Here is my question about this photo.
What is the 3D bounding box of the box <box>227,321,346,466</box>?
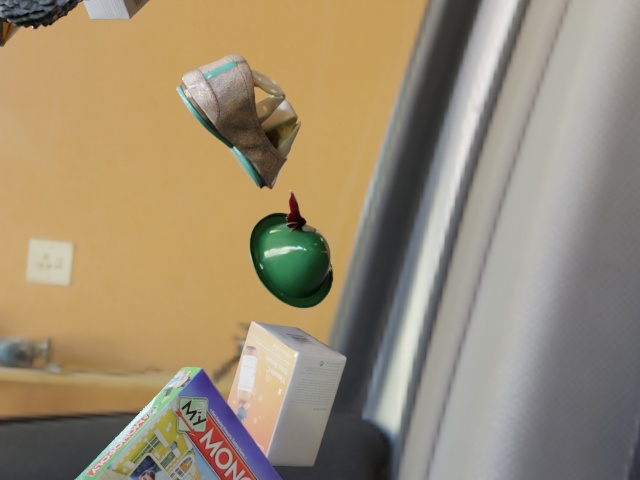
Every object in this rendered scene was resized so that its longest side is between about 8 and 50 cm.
[{"bbox_3d":[-0.055,0.220,1.727,0.091,0.170,0.130,11,9,-38],"label":"box"}]

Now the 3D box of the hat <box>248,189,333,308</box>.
[{"bbox_3d":[0.000,0.000,1.944,0.183,0.173,0.208,-34,-1,40],"label":"hat"}]

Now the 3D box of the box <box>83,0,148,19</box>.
[{"bbox_3d":[-0.340,-0.434,2.000,0.087,0.101,0.102,5,-48,30],"label":"box"}]

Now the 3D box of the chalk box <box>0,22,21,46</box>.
[{"bbox_3d":[-0.534,-0.398,1.626,0.289,0.180,0.179,12,33,3],"label":"chalk box"}]

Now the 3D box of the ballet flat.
[{"bbox_3d":[-0.083,-0.150,1.552,0.106,0.107,0.316,-36,-17,1],"label":"ballet flat"}]

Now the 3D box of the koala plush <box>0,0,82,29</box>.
[{"bbox_3d":[-0.110,-0.243,0.736,0.203,0.196,0.221,-8,15,-1],"label":"koala plush"}]

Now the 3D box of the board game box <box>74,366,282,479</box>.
[{"bbox_3d":[-0.129,0.334,1.386,0.046,0.317,0.213,-7,32,50],"label":"board game box"}]
